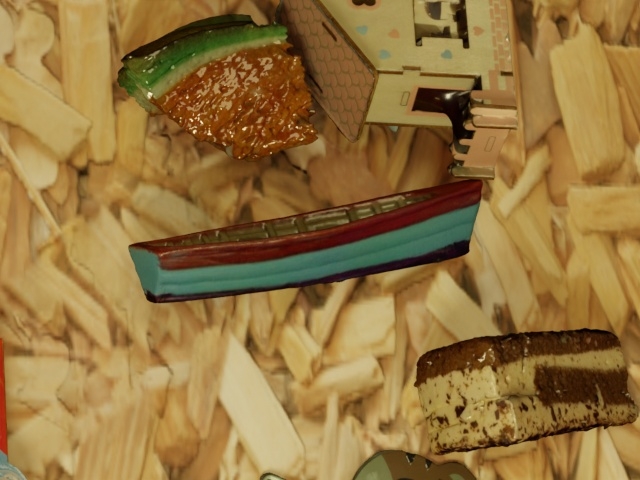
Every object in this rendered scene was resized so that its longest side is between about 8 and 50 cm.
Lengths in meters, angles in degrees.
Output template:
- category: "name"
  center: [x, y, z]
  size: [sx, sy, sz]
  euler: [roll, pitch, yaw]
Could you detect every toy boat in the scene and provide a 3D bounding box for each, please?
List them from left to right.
- category: "toy boat"
  center: [0.000, 0.000, 1.807]
  size: [0.392, 0.136, 0.079]
  euler: [-9, 99, -27]

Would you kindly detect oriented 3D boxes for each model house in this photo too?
- category: "model house"
  center: [0.072, -0.226, 1.911]
  size: [0.244, 0.169, 0.326]
  euler: [3, 62, -10]

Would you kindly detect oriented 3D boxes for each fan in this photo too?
- category: "fan"
  center: [0.047, 0.264, 1.756]
  size: [0.226, 0.008, 0.152]
  euler: [18, 62, -12]

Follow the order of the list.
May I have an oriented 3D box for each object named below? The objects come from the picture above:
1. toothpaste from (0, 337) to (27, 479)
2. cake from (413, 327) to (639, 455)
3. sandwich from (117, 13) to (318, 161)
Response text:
- category: "toothpaste"
  center: [-0.307, 0.186, 1.649]
  size: [0.070, 0.044, 0.193]
  euler: [2, 66, -20]
- category: "cake"
  center: [0.206, 0.155, 1.843]
  size: [0.246, 0.135, 0.112]
  euler: [-1, 77, -51]
- category: "sandwich"
  center: [-0.109, -0.150, 1.845]
  size: [0.184, 0.109, 0.160]
  euler: [-22, 95, -28]
